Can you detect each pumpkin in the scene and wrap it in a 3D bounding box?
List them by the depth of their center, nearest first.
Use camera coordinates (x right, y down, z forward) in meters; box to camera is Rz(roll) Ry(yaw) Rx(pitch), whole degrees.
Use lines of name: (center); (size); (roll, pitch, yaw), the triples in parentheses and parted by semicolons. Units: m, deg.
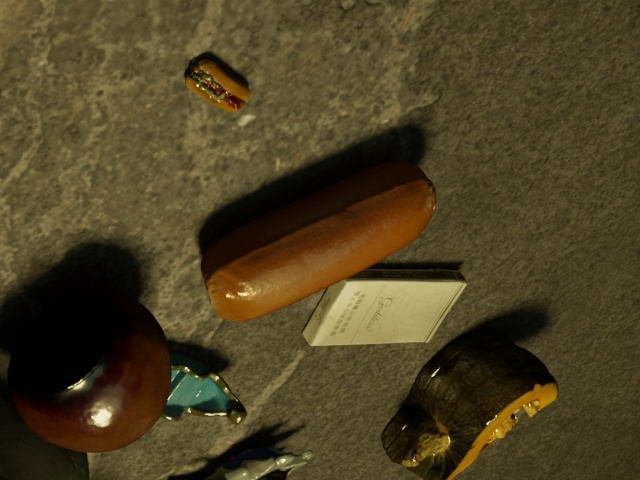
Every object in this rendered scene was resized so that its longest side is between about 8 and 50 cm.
pumpkin: (0.191, 0.225, 1.813); (0.248, 0.131, 0.126); (-41, 153, -1)

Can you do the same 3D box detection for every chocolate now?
chocolate: (-0.227, 0.136, 1.354); (0.177, 0.177, 0.176); (-22, 142, -18)

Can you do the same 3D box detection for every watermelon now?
watermelon: (-0.391, 0.229, 1.371); (0.290, 0.213, 0.320); (-7, -171, 13)

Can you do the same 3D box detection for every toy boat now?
toy boat: (-0.164, 0.173, 1.505); (0.185, 0.077, 0.075); (16, 119, -47)

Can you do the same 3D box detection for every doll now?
doll: (-0.100, 0.309, 1.720); (0.195, 0.070, 0.096); (-17, 156, -12)

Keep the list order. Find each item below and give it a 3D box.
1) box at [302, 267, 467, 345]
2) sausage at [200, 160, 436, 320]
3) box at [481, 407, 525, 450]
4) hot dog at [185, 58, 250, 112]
box: (0.080, 0.082, 1.642); (0.198, 0.029, 0.109); (2, 130, -38)
sausage: (0.000, 0.000, 1.425); (0.274, 0.105, 0.105); (-26, 143, -13)
box: (0.237, 0.260, 1.961); (0.177, 0.036, 0.115); (-44, 143, 10)
hot dog: (-0.095, -0.144, 1.253); (0.037, 0.021, 0.083); (-47, 144, 13)
